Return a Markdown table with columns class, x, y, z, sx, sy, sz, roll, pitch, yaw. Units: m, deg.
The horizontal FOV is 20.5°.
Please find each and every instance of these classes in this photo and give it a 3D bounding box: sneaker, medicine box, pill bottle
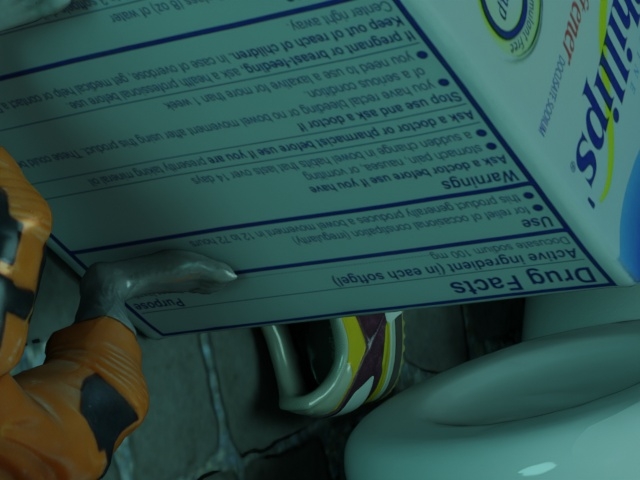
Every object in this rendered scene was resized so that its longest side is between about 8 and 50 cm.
| class | x | y | z | sx | sy | sz | roll | pitch | yaw |
| --- | --- | --- | --- | --- | --- | --- | --- | --- | --- |
| sneaker | 0.000 | 0.000 | 0.925 | 0.084 | 0.069 | 0.186 | -7 | 89 | -61 |
| medicine box | -0.031 | -0.101 | 0.732 | 0.289 | 0.263 | 0.149 | 47 | 48 | -39 |
| pill bottle | 0.170 | 0.262 | 0.913 | 0.229 | 0.229 | 0.408 | -26 | 103 | -53 |

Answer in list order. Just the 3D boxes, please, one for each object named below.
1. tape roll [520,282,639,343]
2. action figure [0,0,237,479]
| class | x | y | z | sx | sy | sz | roll | pitch | yaw |
| --- | --- | --- | --- | --- | --- | --- | --- | --- | --- |
| tape roll | 0.266 | 0.067 | 1.103 | 0.286 | 0.286 | 0.100 | 32 | 58 | -47 |
| action figure | -0.137 | 0.117 | 0.665 | 0.341 | 0.178 | 0.330 | 83 | 22 | -57 |
